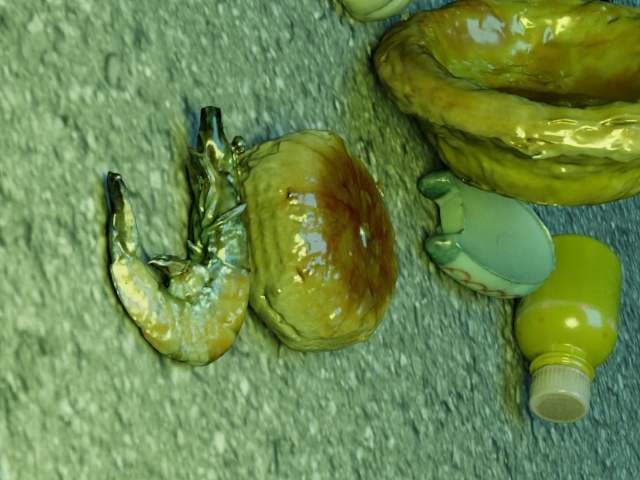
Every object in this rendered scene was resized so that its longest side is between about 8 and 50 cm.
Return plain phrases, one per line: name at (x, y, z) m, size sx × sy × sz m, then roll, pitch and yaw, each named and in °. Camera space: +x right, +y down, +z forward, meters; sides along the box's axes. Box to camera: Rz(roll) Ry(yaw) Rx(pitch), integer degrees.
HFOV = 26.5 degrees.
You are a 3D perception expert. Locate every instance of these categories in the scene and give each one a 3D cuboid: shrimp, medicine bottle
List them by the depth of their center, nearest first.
shrimp at (-0.109, -0.012, 1.067) m, size 0.150 × 0.051 × 0.217 m, roll 18°, pitch 66°, yaw -47°
medicine bottle at (0.284, 0.106, 1.581) m, size 0.122 × 0.122 × 0.212 m, roll 50°, pitch 39°, yaw -36°

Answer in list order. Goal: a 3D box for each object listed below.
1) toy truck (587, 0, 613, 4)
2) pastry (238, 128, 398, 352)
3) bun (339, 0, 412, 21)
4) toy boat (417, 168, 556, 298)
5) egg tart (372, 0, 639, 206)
toy truck at (0.349, -0.357, 1.887) m, size 0.088 × 0.121 × 0.259 m, roll 50°, pitch 39°, yaw -37°
pastry at (0.000, 0.000, 1.193) m, size 0.182 × 0.093 × 0.192 m, roll 4°, pitch 73°, yaw -61°
bun at (0.066, -0.321, 1.430) m, size 0.183 × 0.102 × 0.183 m, roll 26°, pitch 59°, yaw -53°
toy boat at (0.177, 0.000, 1.518) m, size 0.208 × 0.079 × 0.134 m, roll 19°, pitch 53°, yaw -42°
egg tart at (0.246, -0.145, 1.439) m, size 0.388 × 0.388 × 0.169 m, roll -45°, pitch 142°, yaw -56°
